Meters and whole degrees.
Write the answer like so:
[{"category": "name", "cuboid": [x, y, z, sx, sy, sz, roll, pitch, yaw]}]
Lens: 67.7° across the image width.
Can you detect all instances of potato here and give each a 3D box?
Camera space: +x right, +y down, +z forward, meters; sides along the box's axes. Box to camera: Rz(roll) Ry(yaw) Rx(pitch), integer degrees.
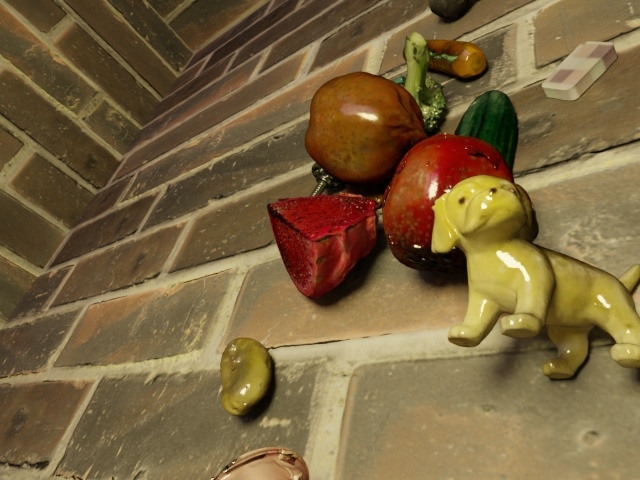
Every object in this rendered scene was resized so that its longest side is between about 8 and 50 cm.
[{"category": "potato", "cuboid": [-0.120, 0.218, 0.770, 0.092, 0.070, 0.137, -33, 37, 15]}]

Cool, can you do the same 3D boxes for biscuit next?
[{"category": "biscuit", "cuboid": [0.073, -0.079, 0.926, 0.120, 0.019, 0.129, -25, 39, 27]}]

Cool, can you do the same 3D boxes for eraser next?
[{"category": "eraser", "cuboid": [0.414, -0.272, 0.765, 0.105, 0.026, 0.065, -45, 31, 0]}]

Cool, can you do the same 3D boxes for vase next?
[{"category": "vase", "cuboid": [0.346, -0.594, 1.115, 0.183, 0.120, 0.120, -6, 48, 24]}]

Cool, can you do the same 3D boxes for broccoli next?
[{"category": "broccoli", "cuboid": [0.181, -0.290, 0.885, 0.118, 0.204, 0.122, 27, 71, 22]}]

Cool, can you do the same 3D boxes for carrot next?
[{"category": "carrot", "cuboid": [0.259, -0.395, 1.029, 0.070, 0.070, 0.260, -44, 31, 2]}]

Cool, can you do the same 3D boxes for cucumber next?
[{"category": "cucumber", "cuboid": [0.260, -0.170, 0.792, 0.115, 0.063, 0.243, -11, 45, 39]}]

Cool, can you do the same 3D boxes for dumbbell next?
[{"category": "dumbbell", "cuboid": [0.046, -0.179, 1.008, 0.082, 0.081, 0.253, 8, 60, 50]}]

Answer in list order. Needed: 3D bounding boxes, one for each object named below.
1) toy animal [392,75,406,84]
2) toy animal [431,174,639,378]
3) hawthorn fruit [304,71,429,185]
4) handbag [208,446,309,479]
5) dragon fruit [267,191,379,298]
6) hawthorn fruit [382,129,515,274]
[{"category": "toy animal", "cuboid": [0.105, -0.310, 1.095, 0.208, 0.100, 0.103, -5, 89, 40]}, {"category": "toy animal", "cuboid": [0.213, 0.038, 0.483, 0.168, 0.233, 0.121, -61, 2, -28]}, {"category": "hawthorn fruit", "cuboid": [0.099, -0.190, 0.849, 0.248, 0.208, 0.208, 20, 69, 38]}, {"category": "handbag", "cuboid": [-0.073, 0.338, 0.505, 0.205, 0.179, 0.116, -50, 41, -6]}, {"category": "dragon fruit", "cuboid": [0.000, 0.000, 0.820, 0.262, 0.163, 0.189, 38, 113, 59]}, {"category": "hawthorn fruit", "cuboid": [0.170, -0.068, 0.652, 0.181, 0.181, 0.235, -16, 54, 36]}]
